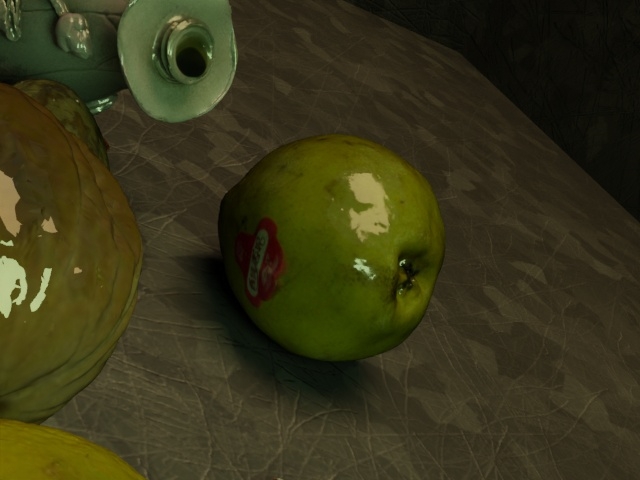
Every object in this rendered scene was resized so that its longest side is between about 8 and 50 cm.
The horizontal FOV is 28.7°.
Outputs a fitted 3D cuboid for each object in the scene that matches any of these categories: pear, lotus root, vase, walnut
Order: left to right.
[{"bbox_3d":[-0.308,0.010,1.075,0.333,0.332,0.333,28,20,-12],"label":"walnut"},{"bbox_3d":[-0.330,-0.084,1.492,0.173,0.173,0.309,24,23,-21],"label":"lotus root"},{"bbox_3d":[-0.311,-0.279,1.669,0.445,0.249,0.250,18,6,42],"label":"vase"},{"bbox_3d":[0.000,0.000,1.612,0.287,0.287,0.375,16,4,-38],"label":"pear"}]

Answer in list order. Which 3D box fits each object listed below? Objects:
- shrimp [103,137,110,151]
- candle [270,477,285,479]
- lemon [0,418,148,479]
[{"bbox_3d":[-0.341,-0.143,1.781,0.095,0.045,0.162,45,6,-33],"label":"shrimp"},{"bbox_3d":[-0.047,0.271,1.220,0.053,0.048,0.162,59,13,-15],"label":"candle"},{"bbox_3d":[-0.203,0.244,0.731,0.297,0.297,0.297,28,20,-12],"label":"lemon"}]
